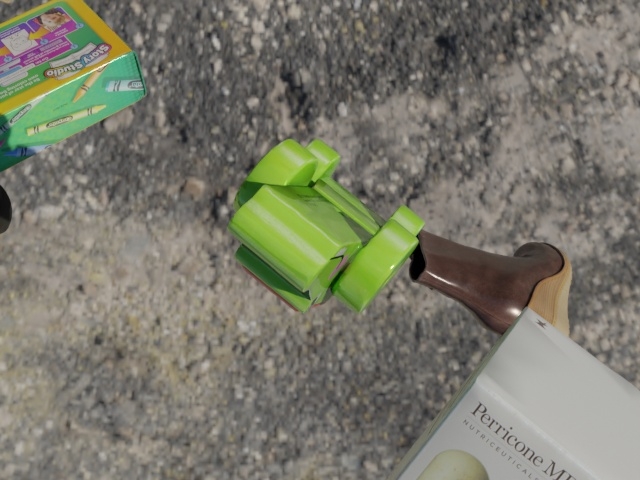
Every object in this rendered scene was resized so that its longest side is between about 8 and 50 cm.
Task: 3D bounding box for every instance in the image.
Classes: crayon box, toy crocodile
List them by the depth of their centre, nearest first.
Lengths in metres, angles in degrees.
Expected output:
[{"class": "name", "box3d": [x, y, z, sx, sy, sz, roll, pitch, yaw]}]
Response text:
[{"class": "toy crocodile", "box3d": [0.000, 0.000, 0.771, 0.115, 0.340, 0.105, 38, 99, 4]}, {"class": "crayon box", "box3d": [-0.381, -0.190, 1.326, 0.278, 0.165, 0.081, -31, 144, -20]}]

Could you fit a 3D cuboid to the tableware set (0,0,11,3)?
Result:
[{"class": "tableware set", "box3d": [-0.452, -0.375, 1.273, 0.194, 0.128, 0.039, 19, 166, -32]}]

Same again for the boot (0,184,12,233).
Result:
[{"class": "boot", "box3d": [-0.379, -0.049, 0.892, 0.137, 0.077, 0.198, -18, 131, 28]}]

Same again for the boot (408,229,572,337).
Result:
[{"class": "boot", "box3d": [0.211, 0.029, 1.332, 0.206, 0.248, 0.090, 29, 115, -8]}]

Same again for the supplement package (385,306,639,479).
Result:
[{"class": "supplement package", "box3d": [0.137, 0.227, 0.780, 0.199, 0.198, 0.263, 38, 111, 11]}]
